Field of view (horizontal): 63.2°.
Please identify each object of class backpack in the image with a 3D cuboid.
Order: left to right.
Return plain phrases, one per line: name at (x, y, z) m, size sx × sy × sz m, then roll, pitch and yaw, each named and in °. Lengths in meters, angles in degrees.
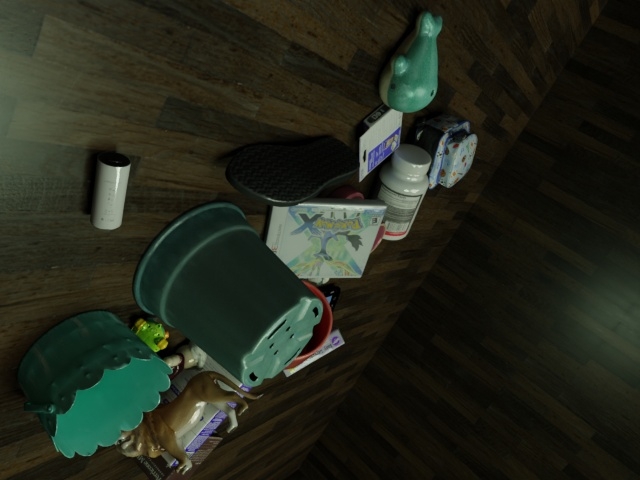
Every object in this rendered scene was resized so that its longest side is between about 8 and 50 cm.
backpack at (0.449, -0.335, 1.895) m, size 0.263 × 0.213 × 0.276 m, roll -44°, pitch 154°, yaw -43°

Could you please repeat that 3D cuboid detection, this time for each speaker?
speaker at (-0.376, -0.088, 0.929) m, size 0.055 × 0.055 × 0.136 m, roll -22°, pitch 142°, yaw -49°

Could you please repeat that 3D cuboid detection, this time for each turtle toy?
turtle toy at (-0.425, 0.241, 1.271) m, size 0.130 × 0.095 × 0.066 m, roll -44°, pitch -177°, yaw 22°

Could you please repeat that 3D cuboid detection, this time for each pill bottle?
pill bottle at (0.275, -0.170, 1.827) m, size 0.176 × 0.176 × 0.318 m, roll -30°, pitch 148°, yaw -41°

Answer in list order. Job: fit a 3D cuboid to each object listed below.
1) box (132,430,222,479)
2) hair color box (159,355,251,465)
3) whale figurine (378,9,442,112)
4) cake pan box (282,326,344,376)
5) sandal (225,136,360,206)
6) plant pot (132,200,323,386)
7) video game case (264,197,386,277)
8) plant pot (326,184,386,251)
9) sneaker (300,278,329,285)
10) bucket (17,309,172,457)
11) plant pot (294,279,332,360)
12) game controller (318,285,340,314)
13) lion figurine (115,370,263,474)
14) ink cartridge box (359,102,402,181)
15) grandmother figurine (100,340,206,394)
box at (-0.460, 0.651, 1.662) m, size 0.203 × 0.168 × 0.167 m, roll -48°, pitch 157°, yaw -10°
hair color box at (-0.370, 0.478, 1.563) m, size 0.339 × 0.185 × 0.110 m, roll -47°, pitch 158°, yaw -10°
whale figurine at (0.275, -0.483, 1.437) m, size 0.216 × 0.141 × 0.272 m, roll -17°, pitch 136°, yaw -52°
cake pan box at (-0.057, 0.401, 1.954) m, size 0.246 × 0.070 × 0.267 m, roll -26°, pitch -177°, yaw -14°
sandal at (-0.059, -0.154, 1.291) m, size 0.446 × 0.167 × 0.107 m, roll -21°, pitch 159°, yaw -50°
plant pot at (-0.197, 0.140, 1.224) m, size 0.341 × 0.334 × 0.341 m, roll -40°, pitch 154°, yaw -24°
video game case at (0.000, 0.000, 1.524) m, size 0.329 × 0.036 × 0.299 m, roll 0°, pitch 133°, yaw -16°
plant pot at (0.105, -0.050, 1.687) m, size 0.201 × 0.180 × 0.201 m, roll -39°, pitch 152°, yaw -25°
sneaker at (-0.053, 0.078, 1.715) m, size 0.122 × 0.110 × 0.283 m, roll -29°, pitch 150°, yaw -7°
bucket at (-0.485, 0.299, 1.116) m, size 0.281 × 0.183 × 0.281 m, roll -40°, pitch 153°, yaw -25°
plant pot at (-0.114, 0.298, 1.714) m, size 0.275 × 0.275 × 0.243 m, roll -39°, pitch 163°, yaw -28°
game controller at (-0.025, 0.266, 2.033) m, size 0.319 × 0.067 × 0.166 m, roll -8°, pitch 131°, yaw -58°
lion figurine at (-0.376, 0.476, 1.442) m, size 0.392 × 0.240 × 0.142 m, roll -38°, pitch 159°, yaw -14°
ink cartridge box at (0.173, -0.313, 1.608) m, size 0.208 × 0.045 × 0.206 m, roll -44°, pitch 155°, yaw -23°
grandmother figurine at (-0.439, 0.357, 1.394) m, size 0.208 × 0.104 × 0.342 m, roll -34°, pitch 173°, yaw 36°
